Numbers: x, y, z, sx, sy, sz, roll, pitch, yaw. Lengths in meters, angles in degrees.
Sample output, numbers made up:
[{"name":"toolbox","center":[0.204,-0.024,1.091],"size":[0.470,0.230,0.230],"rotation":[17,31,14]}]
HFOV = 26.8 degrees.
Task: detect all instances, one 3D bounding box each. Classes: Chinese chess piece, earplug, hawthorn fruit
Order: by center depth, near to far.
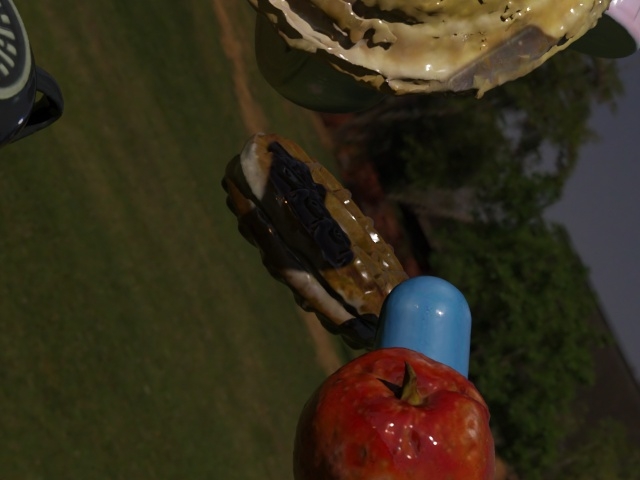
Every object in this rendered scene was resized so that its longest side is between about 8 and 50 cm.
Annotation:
[{"name":"hawthorn fruit","center":[0.067,0.169,1.144],"size":[0.179,0.179,0.200],"rotation":[-114,-154,-48]},{"name":"Chinese chess piece","center":[0.023,-0.253,1.362],"size":[0.250,0.101,0.250],"rotation":[-40,-137,52]},{"name":"earplug","center":[0.107,0.175,1.516],"size":[0.132,0.132,0.273],"rotation":[56,42,-81]}]

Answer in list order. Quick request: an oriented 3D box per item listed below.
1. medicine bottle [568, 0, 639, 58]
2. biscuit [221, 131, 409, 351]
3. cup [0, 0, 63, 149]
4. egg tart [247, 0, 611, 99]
[{"name":"medicine bottle","center":[0.266,-0.269,1.238],"size":[0.135,0.168,0.135],"rotation":[25,-10,5]},{"name":"biscuit","center":[0.000,0.000,1.744],"size":[0.332,0.103,0.332],"rotation":[48,13,-15]},{"name":"cup","center":[-0.283,-0.104,0.921],"size":[0.223,0.176,0.169],"rotation":[24,42,-56]},{"name":"egg tart","center":[0.089,-0.278,1.021],"size":[0.352,0.352,0.150],"rotation":[65,-16,10]}]
